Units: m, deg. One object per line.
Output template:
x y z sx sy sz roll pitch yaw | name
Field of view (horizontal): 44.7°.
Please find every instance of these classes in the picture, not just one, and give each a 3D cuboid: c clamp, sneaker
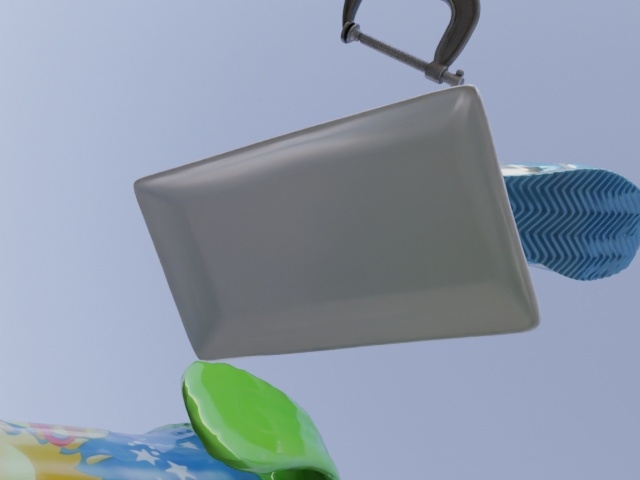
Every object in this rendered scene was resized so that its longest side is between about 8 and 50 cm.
0.078 -0.194 0.732 0.160 0.022 0.137 38 -74 25 | c clamp
0.139 -0.025 0.582 0.092 0.228 0.088 -132 -130 -67 | sneaker

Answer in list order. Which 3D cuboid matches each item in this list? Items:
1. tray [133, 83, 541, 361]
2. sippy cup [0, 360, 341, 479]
0.000 0.000 0.504 0.270 0.030 0.145 -11 -78 35 | tray
-0.146 0.188 0.381 0.240 0.224 0.306 11 -106 41 | sippy cup
